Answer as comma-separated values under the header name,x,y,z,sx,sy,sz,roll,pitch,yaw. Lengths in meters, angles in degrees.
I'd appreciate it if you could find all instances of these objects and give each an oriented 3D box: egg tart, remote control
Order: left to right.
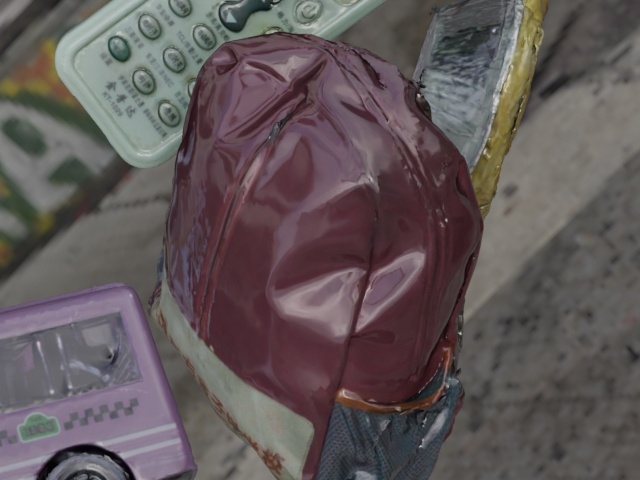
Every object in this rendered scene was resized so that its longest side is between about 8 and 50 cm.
name,x,y,z,sx,sy,sz,roll,pitch,yaw
remote control,-0.045,-0.197,1.433,0.335,0.128,0.065,-35,13,4
egg tart,0.118,-0.122,1.519,0.234,0.094,0.234,-162,90,-88

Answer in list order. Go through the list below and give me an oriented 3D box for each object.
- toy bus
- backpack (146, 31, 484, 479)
name,x,y,z,sx,sy,sz,roll,pitch,yaw
toy bus,-0.140,0.078,0.648,0.178,0.098,0.087,-14,-14,-15
backpack,0.000,0.000,1.298,0.197,0.317,0.283,-22,49,-35
